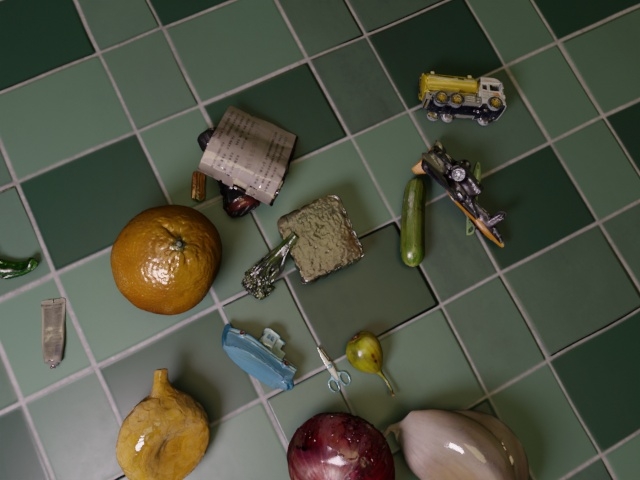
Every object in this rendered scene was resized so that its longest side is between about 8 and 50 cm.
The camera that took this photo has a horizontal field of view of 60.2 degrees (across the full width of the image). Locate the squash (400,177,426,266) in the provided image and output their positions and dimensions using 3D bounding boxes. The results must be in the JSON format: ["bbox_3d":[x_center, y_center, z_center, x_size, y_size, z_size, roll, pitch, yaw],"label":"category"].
[{"bbox_3d":[0.238,-0.046,1.410,0.066,0.066,0.229,6,76,-3],"label":"squash"}]

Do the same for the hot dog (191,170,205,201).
[{"bbox_3d":[-0.311,-0.136,1.405,0.037,0.021,0.083,5,77,-14],"label":"hot dog"}]

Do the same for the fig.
[{"bbox_3d":[0.113,0.302,1.325,0.093,0.093,0.166,-15,99,-8],"label":"fig"}]

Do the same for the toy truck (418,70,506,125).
[{"bbox_3d":[0.375,-0.386,1.474,0.226,0.098,0.114,5,72,-2],"label":"toy truck"}]

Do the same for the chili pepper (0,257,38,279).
[{"bbox_3d":[-0.770,0.046,1.315,0.182,0.050,0.073,23,71,-2],"label":"chili pepper"}]

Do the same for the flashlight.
[{"bbox_3d":[-0.235,-0.175,1.386,0.092,0.093,0.232,-24,81,-9],"label":"flashlight"}]

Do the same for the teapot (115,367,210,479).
[{"bbox_3d":[-0.362,0.433,1.220,0.203,0.167,0.312,1,106,-46],"label":"teapot"}]

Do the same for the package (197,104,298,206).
[{"bbox_3d":[-0.168,-0.222,1.362,0.203,0.062,0.251,26,53,-14],"label":"package"}]

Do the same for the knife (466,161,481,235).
[{"bbox_3d":[0.405,-0.112,1.462,0.030,0.014,0.207,9,78,-2],"label":"knife"}]

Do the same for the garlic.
[{"bbox_3d":[0.322,0.487,1.272,0.340,0.231,0.246,35,122,19],"label":"garlic"}]

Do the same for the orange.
[{"bbox_3d":[-0.341,0.041,1.246,0.264,0.264,0.265,1,78,-4],"label":"orange"}]

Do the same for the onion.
[{"bbox_3d":[0.054,0.488,1.226,0.252,0.219,0.252,7,110,21],"label":"onion"}]

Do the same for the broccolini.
[{"bbox_3d":[-0.124,0.056,1.310,0.068,0.203,0.091,-1,41,-44],"label":"broccolini"}]

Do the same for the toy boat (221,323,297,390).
[{"bbox_3d":[-0.140,0.265,1.315,0.215,0.088,0.102,32,43,3],"label":"toy boat"}]

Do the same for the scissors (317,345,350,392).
[{"bbox_3d":[0.024,0.310,1.343,0.058,0.014,0.119,-32,86,-11],"label":"scissors"}]

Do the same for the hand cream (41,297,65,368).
[{"bbox_3d":[-0.632,0.219,1.305,0.057,0.037,0.165,-7,72,-6],"label":"hand cream"}]

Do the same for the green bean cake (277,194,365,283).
[{"bbox_3d":[0.000,0.000,1.365,0.173,0.094,0.182,-26,81,-9],"label":"green bean cake"}]

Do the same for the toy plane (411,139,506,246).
[{"bbox_3d":[0.377,-0.116,1.401,0.316,0.204,0.103,45,122,2],"label":"toy plane"}]
